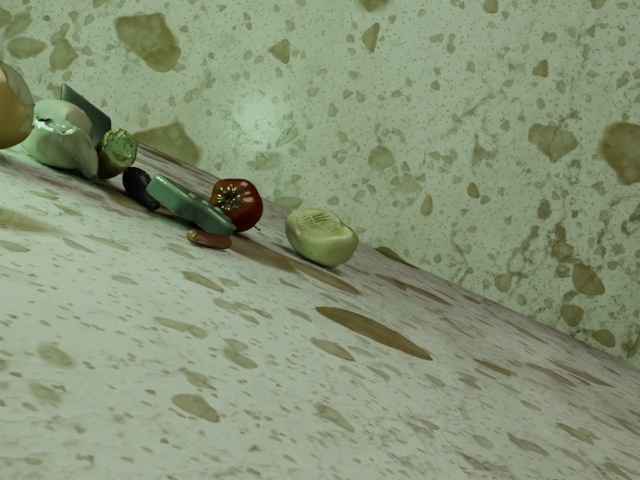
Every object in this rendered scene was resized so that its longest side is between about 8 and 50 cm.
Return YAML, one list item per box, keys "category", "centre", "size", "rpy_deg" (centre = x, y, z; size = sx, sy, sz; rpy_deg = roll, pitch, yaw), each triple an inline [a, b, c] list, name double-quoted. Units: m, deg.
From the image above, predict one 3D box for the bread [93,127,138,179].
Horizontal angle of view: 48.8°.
- category: "bread"
  centre: [-0.540, -0.218, 1.818]
  size: [0.098, 0.087, 0.269]
  rpy_deg: [53, -23, -15]

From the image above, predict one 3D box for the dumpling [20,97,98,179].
- category: "dumpling"
  centre: [-0.644, -0.253, 1.765]
  size: [0.243, 0.175, 0.227]
  rpy_deg: [62, 1, 40]

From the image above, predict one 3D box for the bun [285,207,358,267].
- category: "bun"
  centre: [0.000, 0.000, 2.147]
  size: [0.229, 0.145, 0.229]
  rpy_deg: [7, 37, -5]

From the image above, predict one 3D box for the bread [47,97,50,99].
- category: "bread"
  centre: [-0.758, -0.326, 2.044]
  size: [0.169, 0.140, 0.160]
  rpy_deg: [24, -1, -7]

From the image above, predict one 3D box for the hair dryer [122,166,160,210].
- category: "hair dryer"
  centre: [-0.407, -0.105, 1.844]
  size: [0.219, 0.075, 0.195]
  rpy_deg: [29, 10, -44]

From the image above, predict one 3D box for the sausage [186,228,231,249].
- category: "sausage"
  centre: [-0.248, -0.002, 1.575]
  size: [0.030, 0.035, 0.147]
  rpy_deg: [23, 2, 29]

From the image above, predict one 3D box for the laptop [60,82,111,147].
- category: "laptop"
  centre: [-0.669, -0.315, 2.013]
  size: [0.187, 0.015, 0.269]
  rpy_deg: [38, 27, -44]

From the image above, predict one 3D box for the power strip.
- category: "power strip"
  centre: [-0.298, -0.071, 1.753]
  size: [0.193, 0.059, 0.265]
  rpy_deg: [36, 1, 19]

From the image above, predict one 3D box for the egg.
- category: "egg"
  centre: [-0.731, -0.294, 1.483]
  size: [0.244, 0.201, 0.201]
  rpy_deg: [5, 16, -38]

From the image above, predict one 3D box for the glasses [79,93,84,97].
- category: "glasses"
  centre: [-0.801, -0.369, 2.228]
  size: [0.102, 0.206, 0.239]
  rpy_deg: [60, 4, -6]

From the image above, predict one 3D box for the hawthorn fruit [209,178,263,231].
- category: "hawthorn fruit"
  centre: [-0.232, -0.091, 2.009]
  size: [0.162, 0.163, 0.203]
  rpy_deg: [25, -11, 10]
